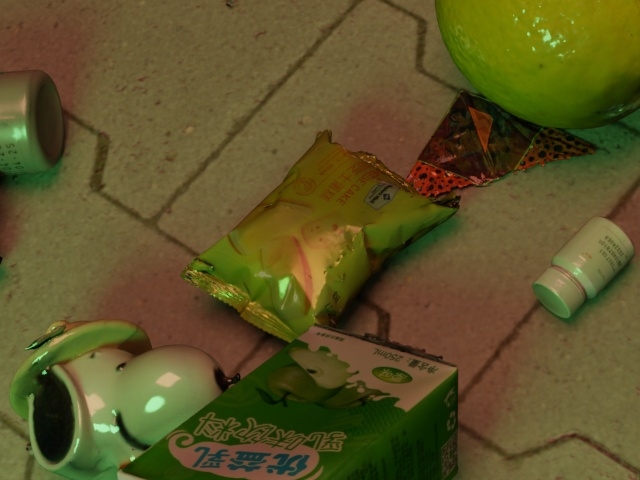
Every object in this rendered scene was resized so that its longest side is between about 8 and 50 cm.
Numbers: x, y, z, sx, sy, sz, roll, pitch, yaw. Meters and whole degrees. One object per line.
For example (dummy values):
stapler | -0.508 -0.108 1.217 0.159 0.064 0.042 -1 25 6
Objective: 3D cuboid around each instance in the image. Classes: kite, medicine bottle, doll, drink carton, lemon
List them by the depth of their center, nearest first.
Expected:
drink carton | -0.012 0.183 1.492 0.161 0.108 0.271 14 33 34
doll | -0.183 0.198 1.586 0.208 0.144 0.271 2 71 32
medicine bottle | 0.232 0.024 1.652 0.052 0.052 0.089 36 71 30
lemon | 0.232 -0.206 1.698 0.240 0.240 0.219 -20 67 0
kite | 0.149 -0.098 1.781 0.222 0.008 0.125 -17 53 2
medicine bottle | -0.345 -0.113 1.845 0.168 0.105 0.105 -2 57 11

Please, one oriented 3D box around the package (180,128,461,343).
package | 0.000 0.000 1.698 0.168 0.090 0.226 30 66 26

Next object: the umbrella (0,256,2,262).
umbrella | -0.343 0.039 1.772 0.071 0.080 0.224 16 60 -18
